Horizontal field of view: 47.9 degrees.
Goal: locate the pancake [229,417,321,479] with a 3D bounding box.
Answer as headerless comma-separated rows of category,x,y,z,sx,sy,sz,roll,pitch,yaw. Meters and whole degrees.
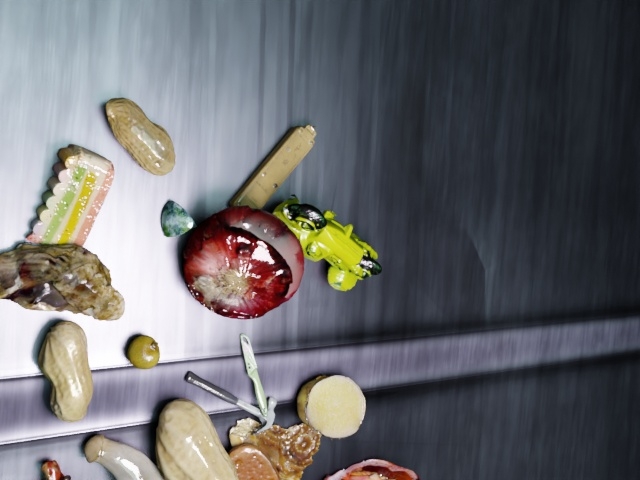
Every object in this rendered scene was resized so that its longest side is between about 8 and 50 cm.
pancake,-0.084,0.516,1.785,0.244,0.057,0.266,-32,109,-26

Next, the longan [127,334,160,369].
longan,-0.379,0.242,1.569,0.075,0.083,0.075,37,38,-36

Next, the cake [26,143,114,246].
cake,-0.501,-0.079,1.463,0.109,0.090,0.225,22,85,-36

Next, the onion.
onion,-0.169,0.034,1.619,0.272,0.195,0.272,-1,116,-1

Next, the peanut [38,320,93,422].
peanut,-0.520,0.272,1.481,0.098,0.090,0.214,-15,101,-41

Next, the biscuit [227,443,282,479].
biscuit,-0.216,0.626,1.692,0.277,0.052,0.262,-23,100,-8

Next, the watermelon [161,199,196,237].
watermelon,-0.315,-0.049,1.606,0.061,0.085,0.085,18,84,-71

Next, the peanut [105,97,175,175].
peanut,-0.376,-0.222,1.524,0.093,0.083,0.194,-44,114,-21

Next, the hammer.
hammer,-0.213,0.377,1.696,0.246,0.029,0.103,32,47,-23

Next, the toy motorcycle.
toy motorcycle,-0.001,0.002,1.720,0.342,0.206,0.142,39,77,-43

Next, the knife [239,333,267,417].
knife,-0.159,0.322,1.719,0.030,0.014,0.207,-12,85,-35

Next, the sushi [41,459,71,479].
sushi,-0.537,0.566,1.497,0.103,0.097,0.226,-20,90,-34

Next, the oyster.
oyster,-0.539,0.095,1.454,0.294,0.094,0.166,0,113,-24

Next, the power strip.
power strip,-0.109,-0.166,1.715,0.064,0.044,0.305,46,73,-25

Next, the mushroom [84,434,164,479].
mushroom,-0.407,0.527,1.574,0.118,0.103,0.270,-30,102,-18

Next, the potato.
potato,0.019,0.420,1.826,0.200,0.081,0.164,22,75,-33

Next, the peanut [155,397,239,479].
peanut,-0.267,0.500,1.585,0.152,0.152,0.313,-28,84,-26

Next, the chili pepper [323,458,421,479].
chili pepper,0.142,0.750,1.847,0.251,0.229,0.305,-14,102,-46
